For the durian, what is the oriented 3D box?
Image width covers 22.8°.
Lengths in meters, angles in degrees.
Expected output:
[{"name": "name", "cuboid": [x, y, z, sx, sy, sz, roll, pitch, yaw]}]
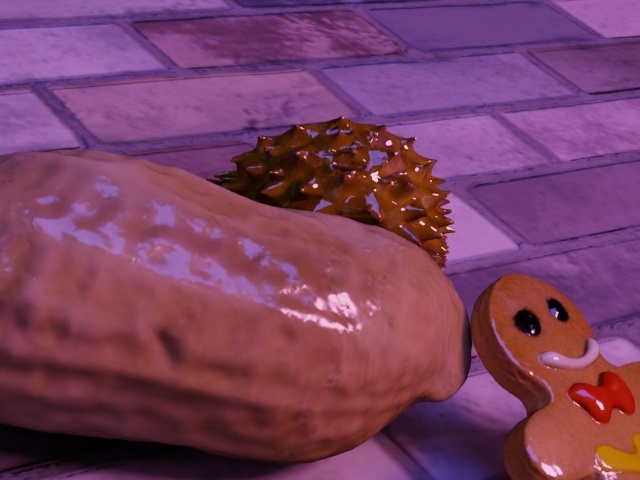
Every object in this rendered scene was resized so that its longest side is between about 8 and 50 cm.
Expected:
[{"name": "durian", "cuboid": [0.001, 0.002, 1.050, 0.182, 0.165, 0.132, 36, -15, -12]}]

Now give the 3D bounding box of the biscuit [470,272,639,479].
[{"name": "biscuit", "cuboid": [0.173, 0.116, 0.912, 0.158, 0.035, 0.240, -21, 70, -47]}]

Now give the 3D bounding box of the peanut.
[{"name": "peanut", "cuboid": [-0.070, 0.043, 0.878, 0.340, 0.158, 0.174, 15, -4, -12]}]
